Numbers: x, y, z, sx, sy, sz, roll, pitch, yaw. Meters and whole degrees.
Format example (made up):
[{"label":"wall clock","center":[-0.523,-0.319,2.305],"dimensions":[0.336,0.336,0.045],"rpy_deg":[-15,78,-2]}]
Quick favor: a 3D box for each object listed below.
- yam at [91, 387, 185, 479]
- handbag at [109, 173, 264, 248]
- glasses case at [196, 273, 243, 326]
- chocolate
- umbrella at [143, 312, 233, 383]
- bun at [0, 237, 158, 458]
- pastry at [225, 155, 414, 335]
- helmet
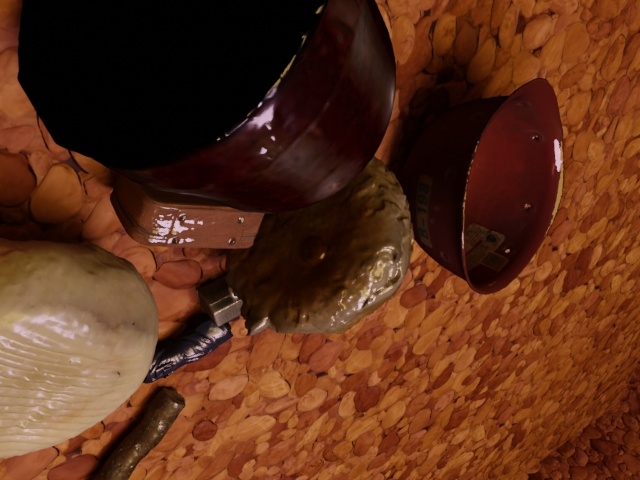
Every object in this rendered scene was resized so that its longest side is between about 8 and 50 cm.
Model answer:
[{"label":"yam","center":[-0.336,0.375,1.196],"dimensions":[0.253,0.061,0.061],"rpy_deg":[-52,140,5]},{"label":"handbag","center":[-0.186,-0.053,0.916],"dimensions":[0.193,0.151,0.072],"rpy_deg":[-2,126,-44]},{"label":"glasses case","center":[-0.108,0.069,1.147],"dimensions":[0.205,0.071,0.047],"rpy_deg":[-27,132,-23]},{"label":"chocolate","center":[-0.082,-0.212,0.765],"dimensions":[0.384,0.383,0.331],"rpy_deg":[-56,155,9]},{"label":"umbrella","center":[-0.266,0.199,1.126],"dimensions":[0.248,0.071,0.071],"rpy_deg":[-30,137,-12]},{"label":"bun","center":[-0.384,0.116,0.830],"dimensions":[0.361,0.213,0.361],"rpy_deg":[-23,149,-15]},{"label":"pastry","center":[0.000,0.000,1.006],"dimensions":[0.330,0.329,0.136],"rpy_deg":[-54,146,7]},{"label":"helmet","center":[0.269,-0.113,1.219],"dimensions":[0.337,0.230,0.385],"rpy_deg":[-28,125,-36]}]
